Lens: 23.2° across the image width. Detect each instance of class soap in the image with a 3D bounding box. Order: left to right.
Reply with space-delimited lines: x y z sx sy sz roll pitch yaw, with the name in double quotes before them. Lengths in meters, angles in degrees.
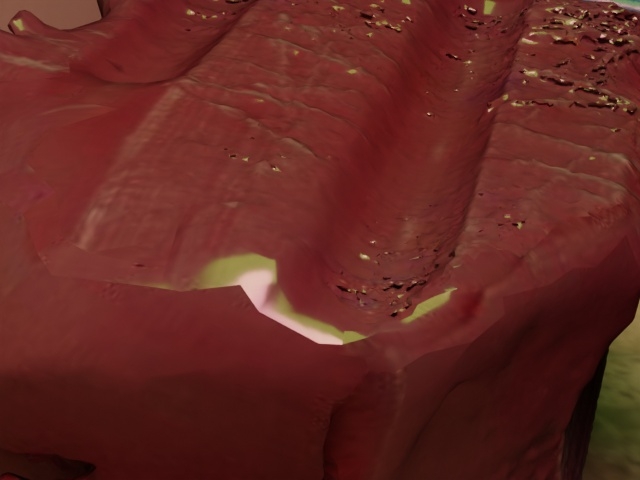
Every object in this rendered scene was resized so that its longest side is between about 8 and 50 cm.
"soap" 0.000 0.000 0.491 0.220 0.127 0.325 13 25 10

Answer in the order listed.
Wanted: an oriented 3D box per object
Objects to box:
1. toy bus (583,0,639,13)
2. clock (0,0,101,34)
"toy bus" 0.194 -0.088 0.805 0.185 0.090 0.106 13 27 8
"clock" -0.169 -0.218 0.770 0.368 0.250 0.377 -12 38 -37
